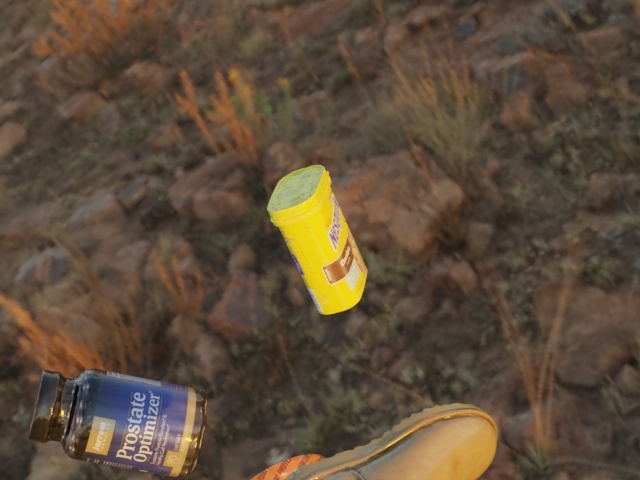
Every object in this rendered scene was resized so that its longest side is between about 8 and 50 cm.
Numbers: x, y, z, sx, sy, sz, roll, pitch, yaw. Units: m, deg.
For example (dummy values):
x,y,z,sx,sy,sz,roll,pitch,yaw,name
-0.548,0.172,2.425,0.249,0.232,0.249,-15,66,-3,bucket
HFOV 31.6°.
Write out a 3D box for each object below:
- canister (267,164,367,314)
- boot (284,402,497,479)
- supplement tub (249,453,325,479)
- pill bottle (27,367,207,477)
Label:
x,y,z,sx,sy,sz,roll,pitch,yaw,name
0.000,0.000,1.530,0.073,0.170,0.126,-17,25,18,canister
0.113,0.268,0.976,0.236,0.089,0.269,-22,30,-17,boot
0.017,0.429,1.363,0.193,0.193,0.316,-36,59,4,supplement tub
-0.270,0.238,1.501,0.123,0.219,0.122,-167,90,-76,pill bottle
